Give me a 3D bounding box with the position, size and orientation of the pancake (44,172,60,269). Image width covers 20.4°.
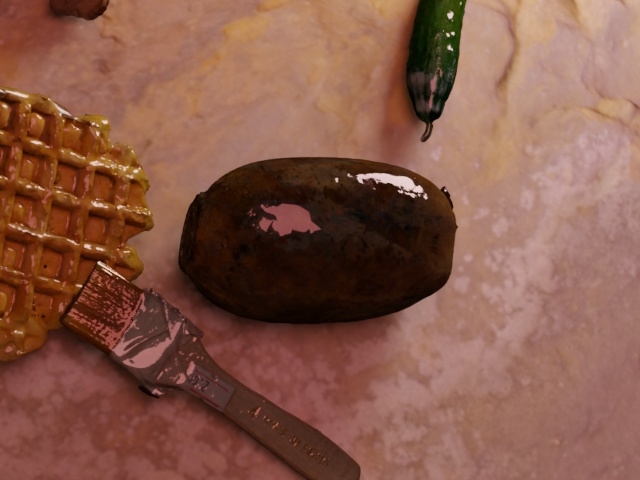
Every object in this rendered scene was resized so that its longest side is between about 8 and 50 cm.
[{"bbox_3d":[-0.291,-0.016,1.713,0.129,0.022,0.116,-39,87,-20],"label":"pancake"}]

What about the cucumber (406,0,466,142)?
[{"bbox_3d":[0.125,-0.219,1.895,0.056,0.056,0.250,17,66,-12],"label":"cucumber"}]

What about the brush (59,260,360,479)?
[{"bbox_3d":[-0.094,0.143,1.695,0.336,0.020,0.085,36,73,-14],"label":"brush"}]

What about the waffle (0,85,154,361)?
[{"bbox_3d":[-0.279,-0.030,1.646,0.262,0.060,0.281,-39,117,-32],"label":"waffle"}]

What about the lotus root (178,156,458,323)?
[{"bbox_3d":[0.000,0.000,1.730,0.274,0.152,0.160,-1,82,-16],"label":"lotus root"}]

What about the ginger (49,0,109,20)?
[{"bbox_3d":[-0.262,-0.365,1.803,0.122,0.084,0.290,-12,77,-28],"label":"ginger"}]
